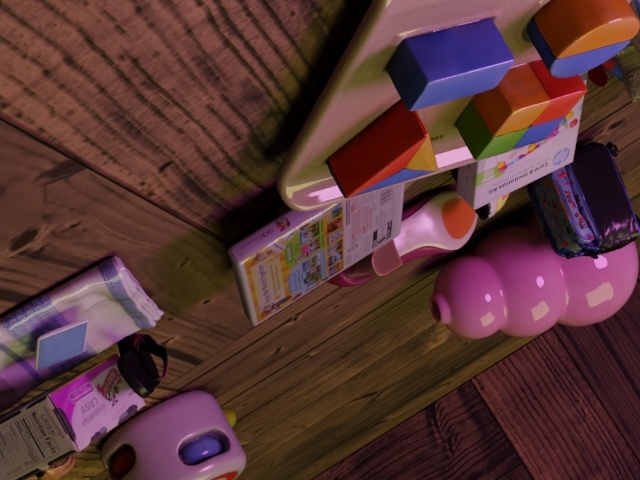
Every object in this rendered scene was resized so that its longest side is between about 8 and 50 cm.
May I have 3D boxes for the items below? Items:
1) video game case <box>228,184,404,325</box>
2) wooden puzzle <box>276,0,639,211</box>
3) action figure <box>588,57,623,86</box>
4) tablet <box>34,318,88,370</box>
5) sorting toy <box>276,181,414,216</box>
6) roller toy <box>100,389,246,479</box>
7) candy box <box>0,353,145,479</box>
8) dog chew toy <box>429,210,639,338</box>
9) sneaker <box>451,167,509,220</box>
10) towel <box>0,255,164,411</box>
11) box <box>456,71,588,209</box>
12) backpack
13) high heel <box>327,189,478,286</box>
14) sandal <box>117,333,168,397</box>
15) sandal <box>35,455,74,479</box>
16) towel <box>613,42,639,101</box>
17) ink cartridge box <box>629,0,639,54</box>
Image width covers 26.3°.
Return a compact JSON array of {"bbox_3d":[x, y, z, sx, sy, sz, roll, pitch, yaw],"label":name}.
[{"bbox_3d":[0.000,0.000,1.488,0.206,0.026,0.227,-32,163,-10],"label":"video game case"},{"bbox_3d":[0.148,-0.149,1.251,0.322,0.080,0.348,-17,155,-26],"label":"wooden puzzle"},{"bbox_3d":[0.419,-0.183,1.669,0.091,0.139,0.280,-37,166,25],"label":"action figure"},{"bbox_3d":[-0.260,0.105,1.374,0.054,0.006,0.083,-21,159,-23],"label":"tablet"},{"bbox_3d":[0.041,-0.062,1.509,0.208,0.038,0.193,-46,160,30],"label":"sorting toy"},{"bbox_3d":[-0.215,0.327,2.014,0.209,0.146,0.191,-32,164,3],"label":"roller toy"},{"bbox_3d":[-0.327,0.220,1.494,0.233,0.071,0.159,-28,-179,21],"label":"candy box"},{"bbox_3d":[0.325,0.058,2.132,0.332,0.207,0.206,-19,162,-17],"label":"dog chew toy"},{"bbox_3d":[0.222,-0.094,1.661,0.094,0.081,0.208,-30,164,-14],"label":"sneaker"},{"bbox_3d":[-0.303,0.117,1.406,0.285,0.034,0.209,-30,164,-6],"label":"towel"},{"bbox_3d":[0.221,-0.133,1.500,0.145,0.038,0.186,-25,144,-20],"label":"box"},{"bbox_3d":[0.369,-0.046,1.976,0.117,0.158,0.173,-18,173,-16],"label":"backpack"},{"bbox_3d":[0.101,-0.003,1.769,0.117,0.082,0.244,-7,-159,46],"label":"high heel"},{"bbox_3d":[-0.192,0.133,1.518,0.040,0.067,0.179,-40,-171,-1],"label":"sandal"},{"bbox_3d":[-0.361,0.302,1.841,0.072,0.049,0.180,-29,165,-8],"label":"sandal"},{"bbox_3d":[0.387,-0.222,1.527,0.148,0.110,0.027,-22,177,-21],"label":"towel"},{"bbox_3d":[0.365,-0.246,1.434,0.090,0.092,0.143,-32,164,3],"label":"ink cartridge box"}]
